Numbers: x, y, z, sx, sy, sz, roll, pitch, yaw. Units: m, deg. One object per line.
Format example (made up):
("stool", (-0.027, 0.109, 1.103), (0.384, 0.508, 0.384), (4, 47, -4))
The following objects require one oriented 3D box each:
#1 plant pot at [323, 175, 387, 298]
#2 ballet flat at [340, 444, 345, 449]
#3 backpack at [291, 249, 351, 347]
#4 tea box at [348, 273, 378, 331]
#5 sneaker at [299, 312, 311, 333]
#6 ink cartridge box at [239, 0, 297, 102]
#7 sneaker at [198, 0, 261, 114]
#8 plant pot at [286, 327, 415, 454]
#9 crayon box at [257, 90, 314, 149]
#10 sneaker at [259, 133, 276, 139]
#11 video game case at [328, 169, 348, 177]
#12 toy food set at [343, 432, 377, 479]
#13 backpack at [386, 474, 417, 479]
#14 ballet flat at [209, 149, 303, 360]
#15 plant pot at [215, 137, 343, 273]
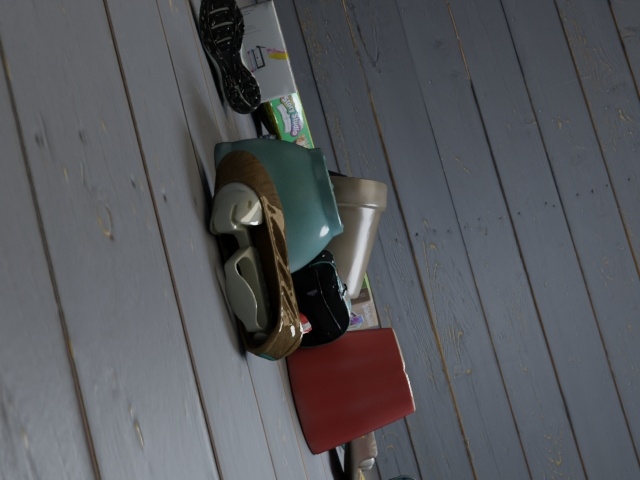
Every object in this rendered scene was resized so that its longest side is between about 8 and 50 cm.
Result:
("plant pot", (0.000, 0.000, 1.603), (0.323, 0.323, 0.280), (31, 61, -86))
("ballet flat", (0.070, 0.560, 2.030), (0.070, 0.070, 0.188), (38, 39, -86))
("backpack", (-0.019, 0.128, 1.414), (0.144, 0.166, 0.188), (-81, 150, -78))
("tea box", (0.030, 0.107, 2.021), (0.329, 0.220, 0.323), (68, 7, -68))
("sneaker", (-0.075, 0.120, 1.228), (0.221, 0.087, 0.128), (-11, 87, -89))
("ink cartridge box", (-0.170, -0.482, 1.684), (0.171, 0.168, 0.232), (-100, 175, -69))
("sneaker", (-0.211, -0.420, 1.461), (0.108, 0.100, 0.271), (-130, -155, -62))
("plant pot", (0.072, 0.319, 1.475), (0.275, 0.243, 0.275), (-16, 90, -88))
("crayon box", (-0.150, -0.467, 2.094), (0.313, 0.106, 0.363), (-120, -171, -45))
("sneaker", (-0.151, -0.273, 2.084), (0.053, 0.059, 0.144), (-105, 179, -59))
("video game case", (-0.035, -0.167, 1.977), (0.248, 0.275, 0.035), (68, 43, -68))
("toy food set", (0.122, 0.629, 1.801), (0.220, 0.092, 0.306), (-98, -171, -64))
("backpack", (0.130, 0.604, 1.262), (0.191, 0.225, 0.253), (66, 7, -64))
("ballet flat", (-0.113, 0.019, 1.004), (0.124, 0.116, 0.342), (0, 78, -67))
("plant pot", (-0.067, -0.075, 1.281), (0.293, 0.196, 0.293), (-16, 90, -87))
